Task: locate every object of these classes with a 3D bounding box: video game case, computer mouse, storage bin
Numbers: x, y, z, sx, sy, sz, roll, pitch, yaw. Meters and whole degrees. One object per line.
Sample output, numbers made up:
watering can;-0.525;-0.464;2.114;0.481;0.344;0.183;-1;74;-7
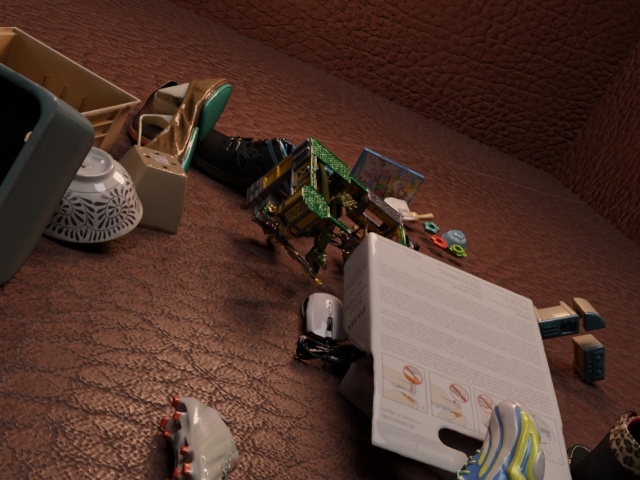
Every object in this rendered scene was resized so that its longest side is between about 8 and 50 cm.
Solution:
video game case;0.152;-0.140;1.871;0.166;0.119;0.015;24;25;-13
computer mouse;0.009;0.122;1.154;0.106;0.042;0.193;12;22;-12
storage bin;-0.478;-0.225;1.230;0.262;0.123;0.260;31;20;4

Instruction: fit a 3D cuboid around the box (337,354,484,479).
box;0.194;0.234;1.135;0.232;0.058;0.322;37;23;21

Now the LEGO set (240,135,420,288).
LEGO set;0.000;0.000;1.323;0.331;0.192;0.254;32;34;-36

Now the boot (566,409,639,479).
boot;0.395;0.305;1.050;0.085;0.178;0.236;33;21;11

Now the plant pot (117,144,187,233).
plant pot;-0.271;-0.087;1.216;0.109;0.096;0.109;13;26;-37

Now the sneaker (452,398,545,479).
sneaker;0.177;0.279;0.857;0.126;0.091;0.240;15;52;-7

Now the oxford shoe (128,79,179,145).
oxford shoe;-0.321;-0.254;1.541;0.097;0.098;0.271;22;22;-21

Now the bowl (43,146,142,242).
bowl;-0.330;-0.079;1.073;0.170;0.080;0.170;12;38;-10

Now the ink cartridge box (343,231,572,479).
ink cartridge box;0.183;0.188;1.081;0.308;0.091;0.385;23;39;-16

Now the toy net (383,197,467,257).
toy net;0.246;-0.025;1.844;0.232;0.045;0.122;27;35;2

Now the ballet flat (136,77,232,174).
ballet flat;-0.266;-0.213;1.412;0.124;0.116;0.342;19;46;-2

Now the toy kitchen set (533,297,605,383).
toy kitchen set;0.456;0.223;1.500;0.207;0.166;0.122;-11;26;-1

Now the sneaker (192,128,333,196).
sneaker;-0.120;-0.161;1.531;0.341;0.139;0.125;31;23;9

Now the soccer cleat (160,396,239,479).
soccer cleat;-0.111;0.221;0.746;0.076;0.068;0.196;24;18;-22

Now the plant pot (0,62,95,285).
plant pot;-0.403;-0.091;0.868;0.248;0.247;0.252;31;2;4
